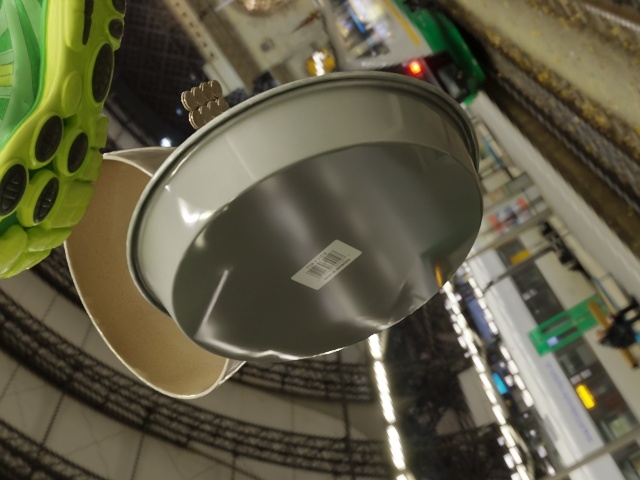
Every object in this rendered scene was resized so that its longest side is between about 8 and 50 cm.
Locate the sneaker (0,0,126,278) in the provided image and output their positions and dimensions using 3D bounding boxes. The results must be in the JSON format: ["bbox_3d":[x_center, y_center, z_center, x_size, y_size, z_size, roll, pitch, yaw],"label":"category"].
[{"bbox_3d":[-0.235,-0.106,0.697,0.109,0.124,0.295,51,-134,-62],"label":"sneaker"}]

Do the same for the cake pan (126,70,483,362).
[{"bbox_3d":[0.000,0.000,0.702,0.293,0.293,0.054,45,-164,-52],"label":"cake pan"}]

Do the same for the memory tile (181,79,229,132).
[{"bbox_3d":[-0.211,-0.242,1.707,0.148,0.012,0.113,-45,-62,-61],"label":"memory tile"}]

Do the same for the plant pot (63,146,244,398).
[{"bbox_3d":[-0.133,0.011,1.035,0.191,0.284,0.284,-29,-94,-41],"label":"plant pot"}]
